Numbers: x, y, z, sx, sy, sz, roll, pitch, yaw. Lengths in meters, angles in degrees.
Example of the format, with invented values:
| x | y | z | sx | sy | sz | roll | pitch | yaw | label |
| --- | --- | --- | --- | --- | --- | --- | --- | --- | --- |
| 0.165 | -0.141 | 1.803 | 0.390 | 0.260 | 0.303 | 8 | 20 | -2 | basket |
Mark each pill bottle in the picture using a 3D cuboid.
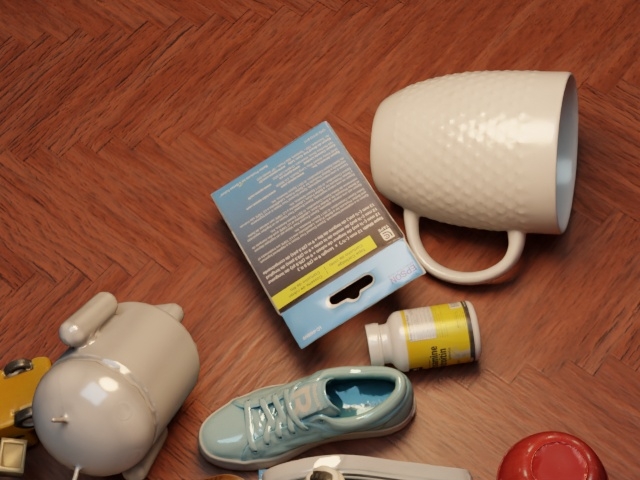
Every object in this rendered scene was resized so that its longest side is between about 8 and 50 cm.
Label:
| x | y | z | sx | sy | sz | roll | pitch | yaw | label |
| --- | --- | --- | --- | --- | --- | --- | --- | --- | --- |
| 0.170 | 0.163 | 1.922 | 0.184 | 0.103 | 0.103 | -9 | 60 | 0 | pill bottle |

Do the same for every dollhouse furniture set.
| x | y | z | sx | sy | sz | roll | pitch | yaw | label |
| --- | --- | --- | --- | --- | --- | --- | --- | --- | --- |
| -0.450 | 0.429 | 1.851 | 0.160 | 0.101 | 0.182 | 10 | 58 | -18 | dollhouse furniture set |

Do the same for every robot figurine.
| x | y | z | sx | sy | sz | roll | pitch | yaw | label |
| --- | --- | --- | --- | --- | --- | --- | --- | --- | --- |
| -0.321 | 0.233 | 1.819 | 0.199 | 0.300 | 0.353 | -11 | 22 | 25 | robot figurine |

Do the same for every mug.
| x | y | z | sx | sy | sz | roll | pitch | yaw | label |
| --- | --- | --- | --- | --- | --- | --- | --- | --- | --- |
| 0.261 | -0.109 | 1.998 | 0.328 | 0.276 | 0.374 | 4 | 90 | 19 | mug |

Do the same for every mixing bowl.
| x | y | z | sx | sy | sz | roll | pitch | yaw | label |
| --- | --- | --- | --- | --- | --- | --- | --- | --- | --- |
| 0.368 | 0.370 | 1.793 | 0.181 | 0.098 | 0.182 | -2 | 61 | 3 | mixing bowl |

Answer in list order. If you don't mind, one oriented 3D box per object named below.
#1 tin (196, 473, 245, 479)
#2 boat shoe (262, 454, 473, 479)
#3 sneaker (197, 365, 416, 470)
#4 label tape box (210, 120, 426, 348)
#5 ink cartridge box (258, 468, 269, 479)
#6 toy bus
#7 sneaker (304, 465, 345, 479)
| x | y | z | sx | sy | sz | roll | pitch | yaw | label |
| --- | --- | --- | --- | --- | --- | --- | --- | --- | --- |
| -0.189 | 0.429 | 1.786 | 0.189 | 0.040 | 0.106 | -14 | 97 | 1 | tin |
| 0.076 | 0.404 | 1.771 | 0.335 | 0.121 | 0.119 | 2 | 61 | -3 | boat shoe |
| -0.028 | 0.266 | 1.854 | 0.365 | 0.150 | 0.135 | -15 | 60 | -4 | sneaker |
| 0.000 | 0.000 | 2.001 | 0.249 | 0.115 | 0.348 | -32 | 65 | 1 | label tape box |
| -0.082 | 0.412 | 1.833 | 0.028 | 0.048 | 0.083 | -5 | 60 | 4 | ink cartridge box |
| -0.582 | 0.305 | 1.888 | 0.332 | 0.130 | 0.108 | -19 | 60 | -6 | toy bus |
| 0.020 | 0.436 | 1.689 | 0.118 | 0.292 | 0.110 | 6 | 42 | -1 | sneaker |
